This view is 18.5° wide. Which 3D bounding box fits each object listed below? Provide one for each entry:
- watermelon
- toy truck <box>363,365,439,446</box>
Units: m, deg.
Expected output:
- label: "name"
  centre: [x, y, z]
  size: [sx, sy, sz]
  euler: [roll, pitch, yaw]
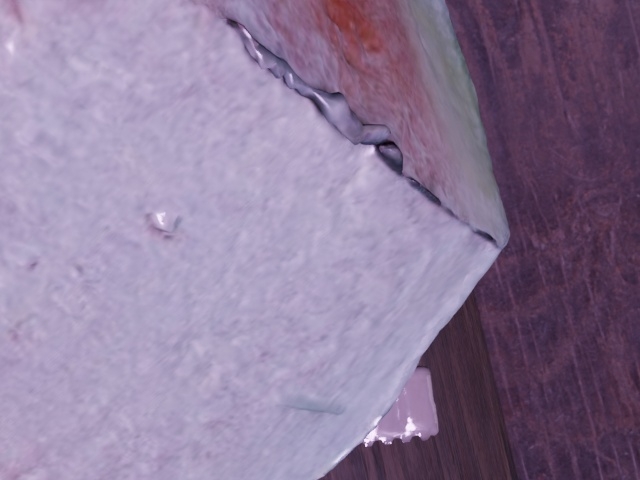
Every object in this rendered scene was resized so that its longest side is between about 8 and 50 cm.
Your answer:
- label: "watermelon"
  centre: [-0.103, -0.067, 0.531]
  size: [0.258, 0.228, 0.387]
  euler: [-11, 84, -71]
- label: "toy truck"
  centre: [0.000, 0.000, 1.260]
  size: [0.111, 0.136, 0.286]
  euler: [118, -34, -71]
